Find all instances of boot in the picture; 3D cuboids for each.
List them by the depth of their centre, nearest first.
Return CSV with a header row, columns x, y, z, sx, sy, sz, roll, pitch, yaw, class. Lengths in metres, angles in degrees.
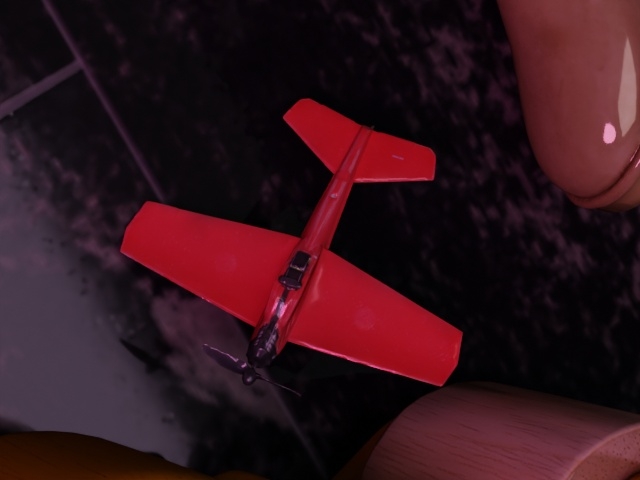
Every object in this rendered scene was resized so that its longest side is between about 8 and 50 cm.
x,y,z,sx,sy,sz,roll,pitch,yaw,class
0.024,-0.143,0.786,0.269,0.089,0.236,9,72,-26,boot

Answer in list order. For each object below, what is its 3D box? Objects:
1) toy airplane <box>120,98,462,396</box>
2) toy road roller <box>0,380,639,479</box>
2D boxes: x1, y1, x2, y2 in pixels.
x,y,z,sx,sy,sz,roll,pitch,yaw,class
0.000,0.000,0.772,0.151,0.028,0.151,4,57,-7,toy airplane
-0.015,0.140,0.677,0.329,0.202,0.240,-43,112,-20,toy road roller
